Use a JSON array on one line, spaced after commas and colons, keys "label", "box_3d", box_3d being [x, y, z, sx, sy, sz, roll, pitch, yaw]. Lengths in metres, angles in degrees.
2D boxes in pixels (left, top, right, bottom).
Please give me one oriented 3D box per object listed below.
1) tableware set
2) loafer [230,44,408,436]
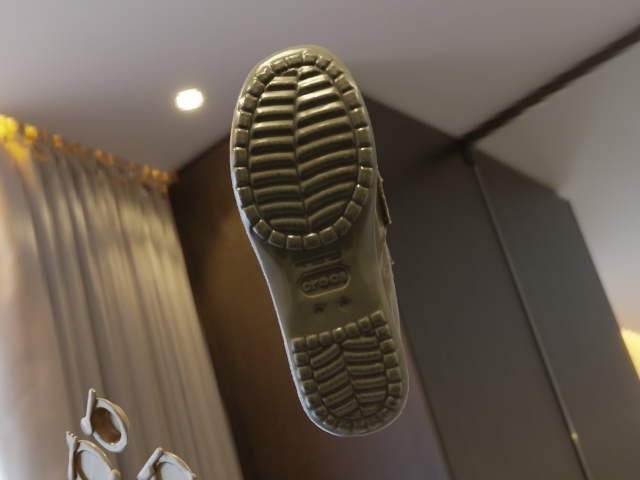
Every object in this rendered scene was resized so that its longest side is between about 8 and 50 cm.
[{"label": "tableware set", "box_3d": [-0.182, 0.225, 1.162, 0.020, 0.168, 0.141, -27, -31, -47]}, {"label": "loafer", "box_3d": [0.000, 0.000, 0.799, 0.094, 0.251, 0.087, -8, -3, 3]}]
